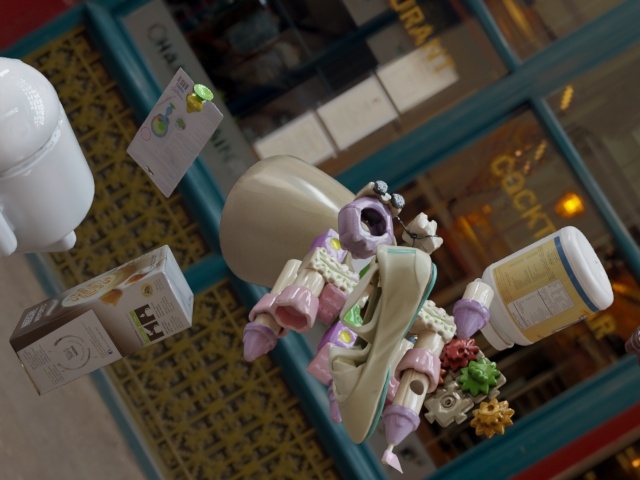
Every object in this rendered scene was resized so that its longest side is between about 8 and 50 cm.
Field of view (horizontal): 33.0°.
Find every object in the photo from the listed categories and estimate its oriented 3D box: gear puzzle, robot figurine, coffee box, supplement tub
[{"bbox_3d":[0.260,0.274,2.137,0.339,0.175,0.044,50,-5,49],"label":"gear puzzle"},{"bbox_3d":[-0.453,-0.121,1.566,0.353,0.199,0.300,80,6,-52],"label":"robot figurine"},{"bbox_3d":[-0.320,0.115,1.604,0.141,0.246,0.098,-110,175,-74],"label":"coffee box"},{"bbox_3d":[0.351,0.081,1.739,0.144,0.199,0.144,47,26,-31],"label":"supplement tub"}]

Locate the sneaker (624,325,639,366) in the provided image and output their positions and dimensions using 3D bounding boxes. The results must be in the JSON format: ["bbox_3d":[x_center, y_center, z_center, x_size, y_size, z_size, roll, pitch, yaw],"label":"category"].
[{"bbox_3d":[0.703,0.182,2.120,0.162,0.281,0.106,-46,-128,46],"label":"sneaker"}]

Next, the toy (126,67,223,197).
[{"bbox_3d":[-0.280,-0.215,2.154,0.137,0.237,0.056,48,37,12],"label":"toy"}]

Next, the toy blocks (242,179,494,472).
[{"bbox_3d":[0.058,0.142,1.535,0.288,0.260,0.309,37,-39,-10],"label":"toy blocks"}]

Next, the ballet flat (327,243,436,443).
[{"bbox_3d":[0.051,0.115,1.222,0.086,0.248,0.086,18,18,-6],"label":"ballet flat"}]

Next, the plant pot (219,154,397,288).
[{"bbox_3d":[0.000,0.000,1.959,0.274,0.256,0.256,23,-27,44],"label":"plant pot"}]
